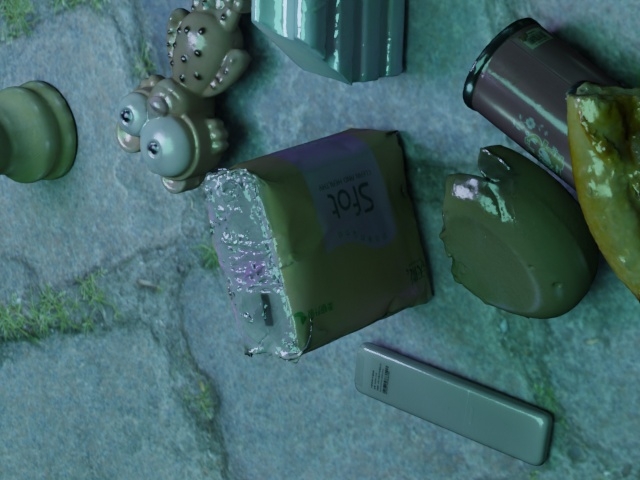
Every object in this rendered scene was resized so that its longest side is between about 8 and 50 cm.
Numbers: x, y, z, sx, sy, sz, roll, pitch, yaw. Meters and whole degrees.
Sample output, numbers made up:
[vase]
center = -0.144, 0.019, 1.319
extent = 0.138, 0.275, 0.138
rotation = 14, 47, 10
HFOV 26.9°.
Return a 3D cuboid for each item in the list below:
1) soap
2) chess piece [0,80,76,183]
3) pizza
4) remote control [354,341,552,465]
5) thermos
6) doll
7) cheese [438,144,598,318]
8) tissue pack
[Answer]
[soap]
center = 0.011, -0.314, 1.415
extent = 0.095, 0.173, 0.289
rotation = 17, 114, 38
[chess piece]
center = -0.476, -0.132, 1.831
extent = 0.144, 0.251, 0.144
rotation = 14, 111, 38
[pizza]
center = 0.390, -0.025, 1.143
extent = 0.409, 0.114, 0.278
rotation = 41, 93, -11
[remote control]
center = 0.150, 0.185, 1.543
extent = 0.261, 0.029, 0.067
rotation = 19, 114, 33
[thermos]
center = 0.296, -0.088, 1.276
extent = 0.330, 0.109, 0.136
rotation = 42, 135, 24
[doll]
center = -0.162, -0.198, 1.638
extent = 0.154, 0.119, 0.278
rotation = 29, 115, 27
[cheese]
center = 0.196, -0.010, 1.353
extent = 0.175, 0.091, 0.202
rotation = 23, 153, 34
[tissue pack]
center = 0.000, 0.000, 1.459
extent = 0.123, 0.257, 0.215
rotation = -7, 99, 39
